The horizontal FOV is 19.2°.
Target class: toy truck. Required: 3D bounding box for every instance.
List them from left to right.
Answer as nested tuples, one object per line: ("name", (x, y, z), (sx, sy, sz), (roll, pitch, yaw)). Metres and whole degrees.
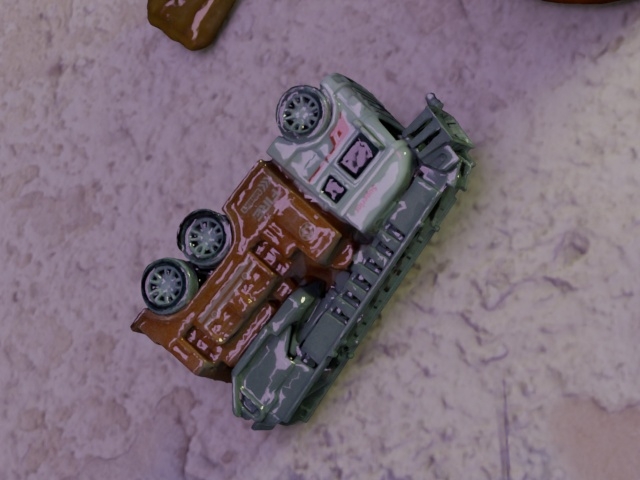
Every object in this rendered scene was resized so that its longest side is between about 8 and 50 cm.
("toy truck", (0.000, 0.000, 1.720), (0.184, 0.133, 0.338), (42, 98, 23))

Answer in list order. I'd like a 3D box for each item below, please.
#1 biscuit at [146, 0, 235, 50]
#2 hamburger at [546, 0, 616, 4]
("biscuit", (-0.134, -0.296, 1.953), (0.174, 0.039, 0.183), (28, 87, 33))
("hamburger", (0.217, -0.383, 1.659), (0.330, 0.250, 0.330), (-10, 68, 27))
